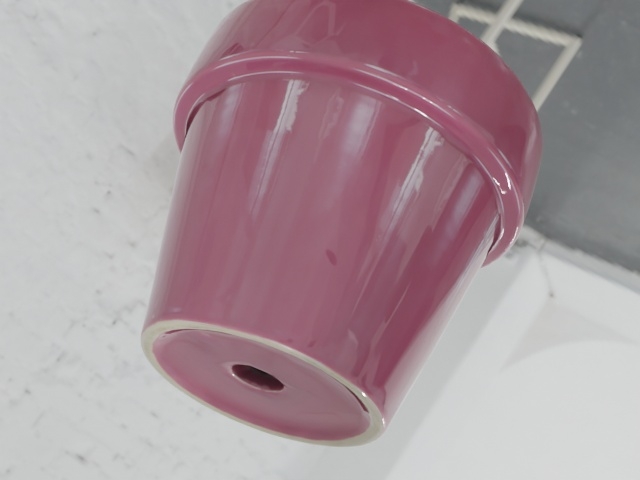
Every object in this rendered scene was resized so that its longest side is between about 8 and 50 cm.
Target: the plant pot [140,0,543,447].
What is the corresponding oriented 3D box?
[{"bbox_3d":[0.000,0.000,0.534,0.201,0.180,0.201,16,151,9],"label":"plant pot"}]
